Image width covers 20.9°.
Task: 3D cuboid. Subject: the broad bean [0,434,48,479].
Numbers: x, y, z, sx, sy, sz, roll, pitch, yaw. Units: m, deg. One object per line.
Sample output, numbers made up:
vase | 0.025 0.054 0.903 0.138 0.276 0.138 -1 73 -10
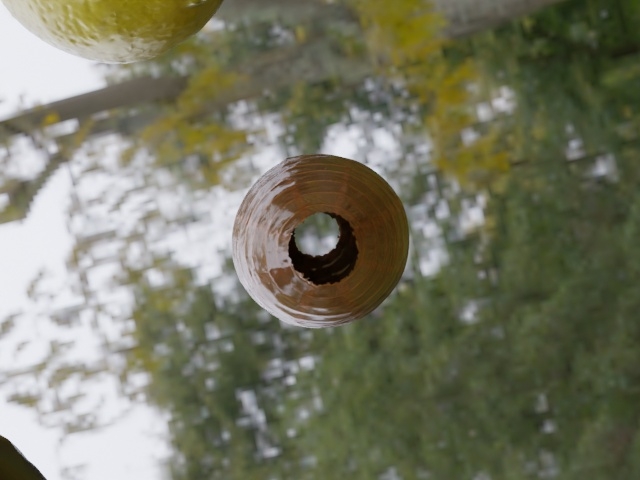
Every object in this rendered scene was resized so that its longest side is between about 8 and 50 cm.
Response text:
broad bean | -0.156 0.098 0.589 0.228 0.122 0.156 53 -159 4

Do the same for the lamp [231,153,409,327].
lamp | 0.000 0.000 1.319 0.136 0.136 0.136 -13 -90 -74

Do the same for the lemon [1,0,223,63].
lemon | -0.141 -0.210 1.189 0.203 0.178 0.178 35 172 32
